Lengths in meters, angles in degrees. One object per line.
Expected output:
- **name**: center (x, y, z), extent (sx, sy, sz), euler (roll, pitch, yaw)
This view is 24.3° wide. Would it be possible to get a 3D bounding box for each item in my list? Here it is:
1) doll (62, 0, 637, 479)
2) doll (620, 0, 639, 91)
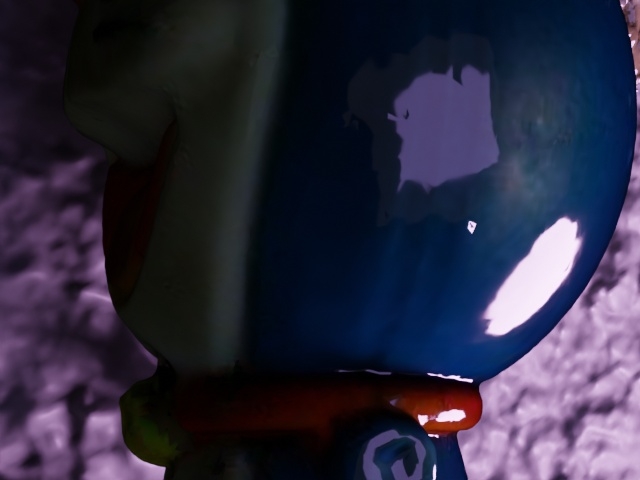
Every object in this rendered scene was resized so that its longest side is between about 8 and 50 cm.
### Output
- **doll**: center (0.000, 0.000, 0.487), extent (0.186, 0.198, 0.321), euler (6, 92, -16)
- **doll**: center (0.094, -0.153, 0.618), extent (0.105, 0.115, 0.221), euler (0, 86, -29)
